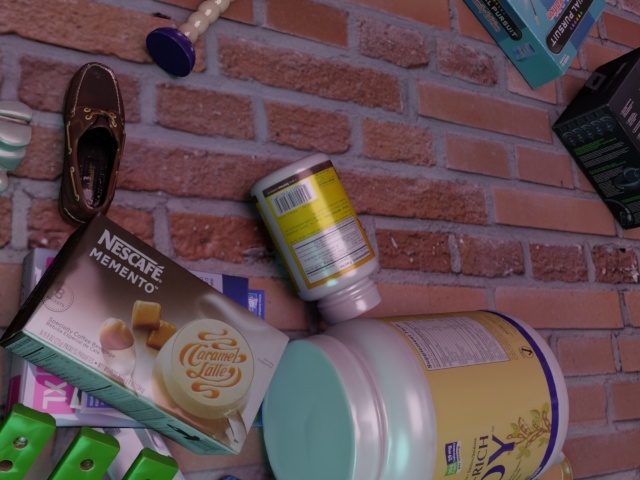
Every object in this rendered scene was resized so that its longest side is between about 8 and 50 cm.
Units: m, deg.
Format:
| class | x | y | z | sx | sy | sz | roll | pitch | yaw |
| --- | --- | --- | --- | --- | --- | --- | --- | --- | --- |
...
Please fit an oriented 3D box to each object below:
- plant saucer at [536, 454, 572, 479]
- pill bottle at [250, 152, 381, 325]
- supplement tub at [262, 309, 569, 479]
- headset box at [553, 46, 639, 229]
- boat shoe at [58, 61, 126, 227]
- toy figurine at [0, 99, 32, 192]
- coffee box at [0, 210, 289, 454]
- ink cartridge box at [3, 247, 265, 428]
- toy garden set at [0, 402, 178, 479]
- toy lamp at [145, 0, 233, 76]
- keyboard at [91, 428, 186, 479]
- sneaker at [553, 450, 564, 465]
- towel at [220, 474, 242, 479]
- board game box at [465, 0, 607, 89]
| class | x | y | z | sx | sy | sz | roll | pitch | yaw |
| --- | --- | --- | --- | --- | --- | --- | --- | --- | --- |
| plant saucer | 0.375 | 0.382 | 1.170 | 0.083 | 0.015 | 0.083 | 8 | 74 | -30 |
| pill bottle | 0.000 | 0.000 | 0.962 | 0.117 | 0.117 | 0.215 | -27 | 93 | -35 |
| supplement tub | 0.119 | 0.213 | 0.910 | 0.331 | 0.241 | 0.241 | 0 | 78 | -33 |
| headset box | 0.617 | -0.211 | 1.411 | 0.283 | 0.131 | 0.246 | 50 | 57 | -13 |
| boat shoe | -0.264 | -0.120 | 0.850 | 0.073 | 0.073 | 0.206 | 6 | 73 | -31 |
| toy figurine | -0.414 | -0.108 | 0.711 | 0.213 | 0.148 | 0.209 | 49 | 51 | -10 |
| coffee box | -0.174 | 0.103 | 0.744 | 0.246 | 0.098 | 0.141 | 37 | 58 | -21 |
| ink cartridge box | -0.186 | 0.122 | 0.833 | 0.311 | 0.065 | 0.185 | 12 | 70 | -36 |
| toy garden set | -0.300 | 0.254 | 0.706 | 0.244 | 0.049 | 0.203 | 31 | 97 | -29 |
| toy lamp | -0.132 | -0.340 | 0.989 | 0.080 | 0.080 | 0.274 | 43 | 58 | -17 |
| keyboard | -0.233 | 0.205 | 0.823 | 0.072 | 0.014 | 0.256 | -30 | 95 | -30 |
| sneaker | 0.308 | 0.273 | 1.092 | 0.212 | 0.080 | 0.094 | 52 | 22 | -48 |
| towel | -0.085 | 0.323 | 0.830 | 0.067 | 0.119 | 0.029 | -35 | 133 | -36 |
| board game box | 0.379 | -0.496 | 1.361 | 0.336 | 0.079 | 0.253 | 46 | 58 | -15 |
